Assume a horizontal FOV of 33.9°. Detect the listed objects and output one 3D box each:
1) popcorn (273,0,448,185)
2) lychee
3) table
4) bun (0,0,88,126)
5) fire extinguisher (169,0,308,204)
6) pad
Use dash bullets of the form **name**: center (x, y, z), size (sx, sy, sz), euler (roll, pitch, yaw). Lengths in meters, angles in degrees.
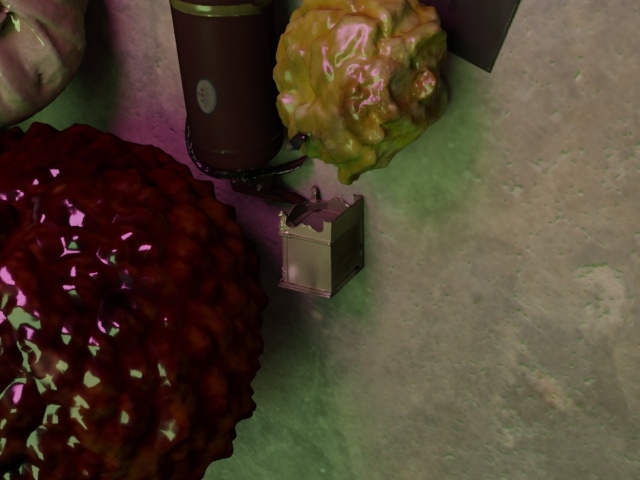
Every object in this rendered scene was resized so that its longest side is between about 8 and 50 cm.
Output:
- **popcorn**: center (0.031, -0.136, 0.909), size (0.173, 0.142, 0.173), euler (7, 106, 25)
- **lychee**: center (-0.257, 0.078, 1.032), size (0.424, 0.424, 0.500), euler (27, 158, 17)
- **table**: center (0.000, 0.000, 1.047), size (0.062, 0.079, 0.083), euler (13, 119, 24)
- **bun**: center (-0.348, -0.238, 1.033), size (0.259, 0.259, 0.160), euler (62, 163, -10)
- **fire extinguisher**: center (-0.074, -0.180, 0.985), size (0.141, 0.105, 0.341), euler (1, 125, 8)
- **pad**: center (0.121, -0.250, 0.883), size (0.127, 0.004, 0.190), euler (31, 128, 15)
